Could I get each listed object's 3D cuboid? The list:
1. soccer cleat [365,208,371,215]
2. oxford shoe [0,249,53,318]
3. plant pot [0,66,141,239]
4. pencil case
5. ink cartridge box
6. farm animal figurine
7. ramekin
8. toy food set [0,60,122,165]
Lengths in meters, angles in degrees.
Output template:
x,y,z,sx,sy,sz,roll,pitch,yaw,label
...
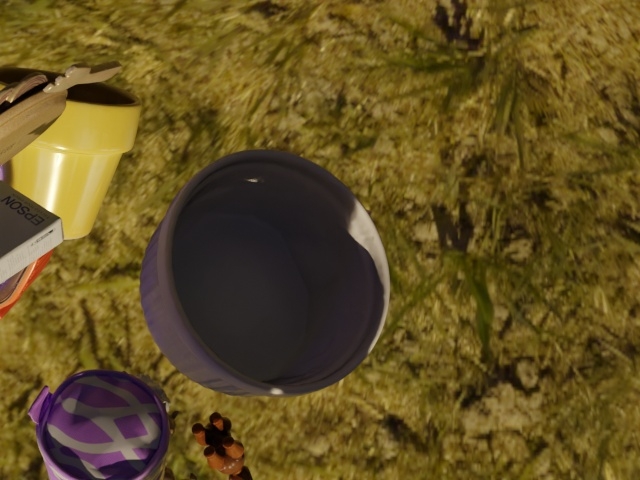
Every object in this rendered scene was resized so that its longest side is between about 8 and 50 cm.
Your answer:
x,y,z,sx,sy,sz,roll,pitch,yaw,label
0.000,0.000,1.783,0.083,0.095,0.248,45,152,-5,soccer cleat
-0.544,0.056,1.859,0.098,0.097,0.271,41,126,-9,oxford shoe
-0.437,-0.138,1.765,0.254,0.254,0.239,14,104,3,plant pot
-0.152,0.160,0.749,0.088,0.086,0.206,27,147,3,pencil case
-0.465,-0.007,1.297,0.223,0.224,0.045,29,139,23,ink cartridge box
-0.260,0.405,1.668,0.327,0.172,0.330,25,69,27,farm animal figurine
-0.055,0.036,0.926,0.207,0.207,0.109,48,147,-9,ramekin
-0.230,-0.076,0.745,0.192,0.132,0.038,-36,96,12,toy food set
